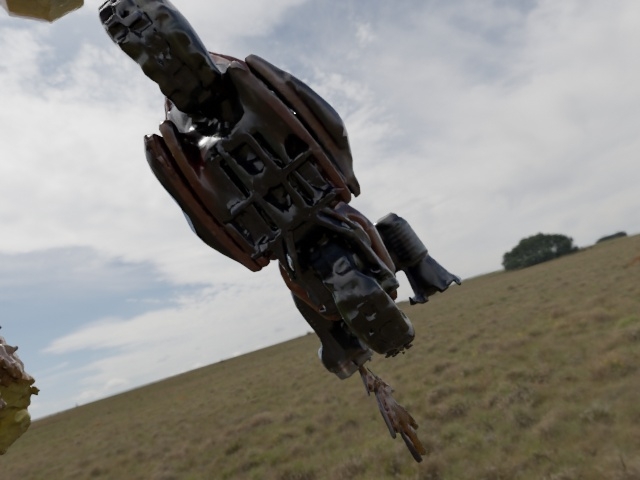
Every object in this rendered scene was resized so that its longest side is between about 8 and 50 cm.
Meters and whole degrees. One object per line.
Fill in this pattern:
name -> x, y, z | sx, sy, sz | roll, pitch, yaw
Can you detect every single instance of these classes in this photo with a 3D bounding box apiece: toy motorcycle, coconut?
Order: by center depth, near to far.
toy motorcycle -> 0.000, 0.000, 0.413 | 0.134, 0.401, 0.207 | -39, 7, 4
coconut -> -0.667, -0.626, 1.222 | 0.260, 0.259, 0.259 | -17, -11, -3

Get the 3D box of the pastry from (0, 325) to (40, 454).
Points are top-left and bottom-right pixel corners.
pastry -> -0.584, 0.242, 0.682 | 0.338, 0.405, 0.292 | 21, -62, -11
